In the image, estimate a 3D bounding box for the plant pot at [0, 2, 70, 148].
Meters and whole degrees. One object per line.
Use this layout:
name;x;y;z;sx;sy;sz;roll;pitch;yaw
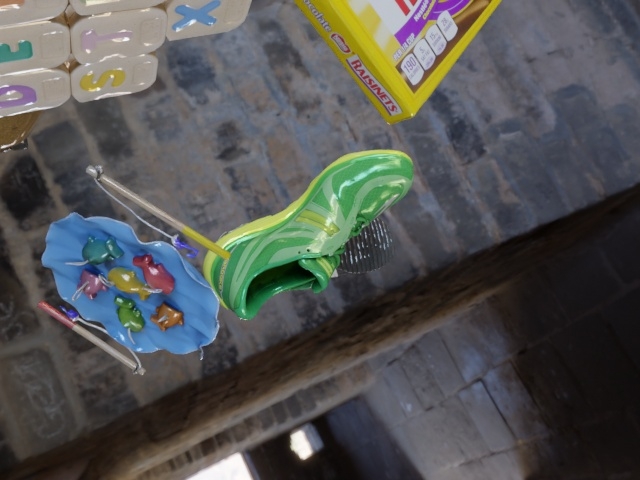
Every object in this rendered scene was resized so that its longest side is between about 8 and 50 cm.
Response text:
plant pot;-0.357;-0.231;0.699;0.237;0.237;0.254;56;135;32

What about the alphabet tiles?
alphabet tiles;-0.159;-0.162;0.416;0.021;0.277;0.284;69;156;12

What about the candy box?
candy box;0.066;-0.171;0.361;0.105;0.206;0.027;46;156;-22

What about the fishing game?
fishing game;-0.183;0.054;0.629;0.189;0.041;0.264;37;136;-11

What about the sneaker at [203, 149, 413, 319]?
sneaker;0.000;0.000;0.824;0.123;0.295;0.109;55;180;36

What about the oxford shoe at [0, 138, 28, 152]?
oxford shoe;-0.540;-0.218;1.079;0.227;0.096;0.083;-122;19;-44

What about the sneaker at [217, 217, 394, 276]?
sneaker;-0.036;0.016;1.167;0.146;0.330;0.123;147;118;-66
